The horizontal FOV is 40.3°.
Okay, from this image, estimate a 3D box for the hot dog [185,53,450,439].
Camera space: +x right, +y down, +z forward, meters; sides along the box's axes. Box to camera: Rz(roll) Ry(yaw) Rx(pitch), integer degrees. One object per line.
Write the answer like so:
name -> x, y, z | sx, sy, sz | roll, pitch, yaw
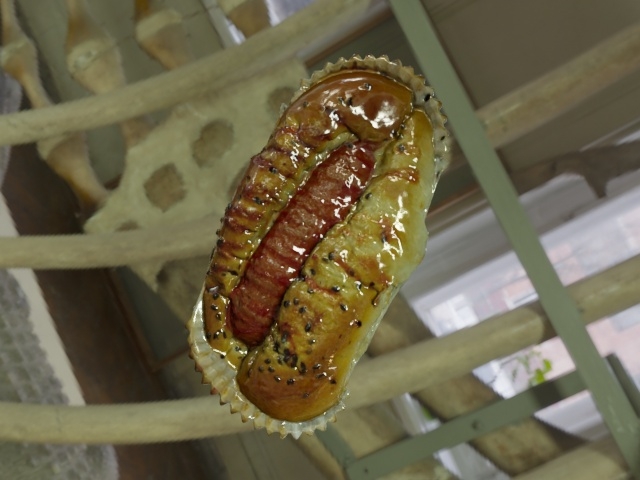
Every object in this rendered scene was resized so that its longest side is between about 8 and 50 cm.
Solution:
hot dog -> 0.000, 0.000, 0.429 | 0.099, 0.192, 0.053 | 26, 2, 7
